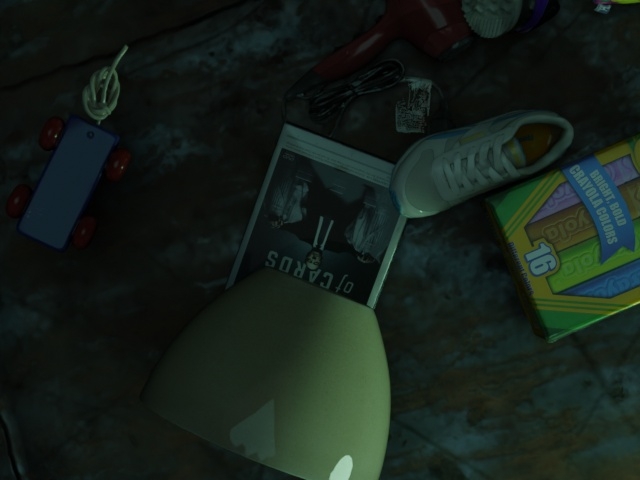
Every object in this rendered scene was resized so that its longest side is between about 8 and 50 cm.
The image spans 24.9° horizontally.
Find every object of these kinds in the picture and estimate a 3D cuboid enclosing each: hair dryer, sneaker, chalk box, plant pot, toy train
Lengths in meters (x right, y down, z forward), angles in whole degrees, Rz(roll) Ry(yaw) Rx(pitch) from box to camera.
[{"bbox_3d":[0.070,-0.241,1.718,0.223,0.080,0.294,6,89,6],"label":"hair dryer"},{"bbox_3d":[0.183,-0.094,1.662,0.228,0.092,0.087,-27,102,-17],"label":"sneaker"},{"bbox_3d":[0.348,-0.023,1.642,0.289,0.180,0.179,-24,87,3],"label":"chalk box"},{"bbox_3d":[0.233,-0.385,1.682,0.146,0.102,0.293,-9,103,-39],"label":"sneaker"},{"bbox_3d":[-0.035,0.140,1.621,0.284,0.284,0.191,22,88,5],"label":"plant pot"},{"bbox_3d":[-0.274,-0.107,1.721,0.105,0.143,0.248,25,86,-3],"label":"toy train"}]

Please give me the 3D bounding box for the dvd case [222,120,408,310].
[{"bbox_3d":[0.000,0.000,1.728,0.179,0.029,0.239,21,99,6],"label":"dvd case"}]

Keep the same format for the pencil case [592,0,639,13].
[{"bbox_3d":[0.350,-0.386,1.691,0.104,0.104,0.236,-8,90,5],"label":"pencil case"}]
